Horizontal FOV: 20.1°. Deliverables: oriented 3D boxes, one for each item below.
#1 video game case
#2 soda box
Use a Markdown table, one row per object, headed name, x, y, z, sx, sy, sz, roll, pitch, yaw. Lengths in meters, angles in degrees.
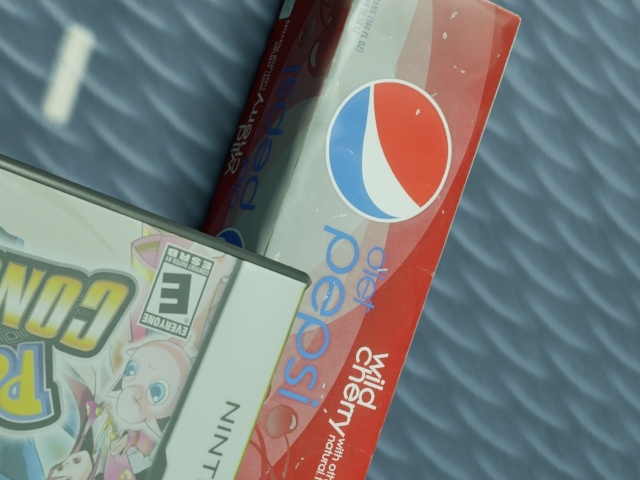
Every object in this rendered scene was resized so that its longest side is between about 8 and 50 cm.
| name | x | y | z | sx | sy | sz | roll | pitch | yaw |
| --- | --- | --- | --- | --- | --- | --- | --- | --- | --- |
| video game case | -0.155 | 0.087 | 0.690 | 0.275 | 0.035 | 0.248 | 22 | 87 | -36 |
| soda box | 0.000 | 0.000 | 0.852 | 0.092 | 0.083 | 0.263 | 23 | 83 | -26 |
